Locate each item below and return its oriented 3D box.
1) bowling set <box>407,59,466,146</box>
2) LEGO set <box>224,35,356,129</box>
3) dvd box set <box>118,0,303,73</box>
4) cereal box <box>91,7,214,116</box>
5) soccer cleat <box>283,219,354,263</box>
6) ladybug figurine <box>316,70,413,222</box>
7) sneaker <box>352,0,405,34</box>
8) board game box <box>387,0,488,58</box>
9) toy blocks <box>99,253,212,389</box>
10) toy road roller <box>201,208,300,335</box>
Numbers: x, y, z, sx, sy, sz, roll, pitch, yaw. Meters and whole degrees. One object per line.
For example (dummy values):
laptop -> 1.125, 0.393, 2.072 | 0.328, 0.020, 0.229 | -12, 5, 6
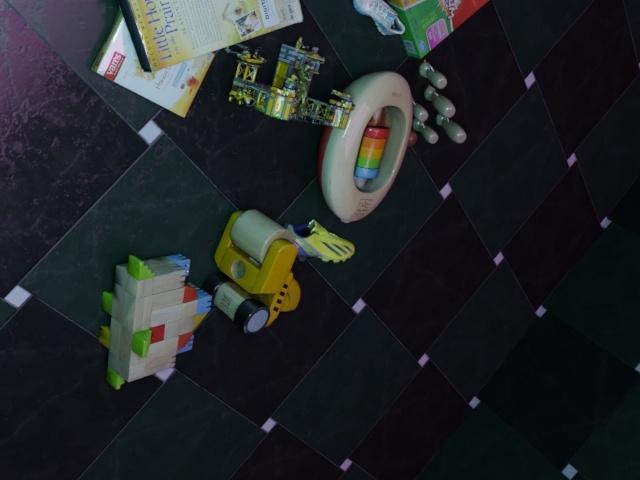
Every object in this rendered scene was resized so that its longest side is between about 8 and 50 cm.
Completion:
bowling set -> 0.304, -0.389, 2.116 | 0.200, 0.154, 0.287 | -29, 131, -1
LEGO set -> -0.061, -0.406, 1.720 | 0.331, 0.255, 0.192 | 2, 111, -43
dvd box set -> -0.252, -0.585, 1.552 | 0.420, 0.062, 0.307 | -29, 117, -28
cereal box -> -0.380, -0.411, 1.593 | 0.240, 0.047, 0.173 | 23, 95, -43
soccer cleat -> 0.000, 0.000, 2.083 | 0.289, 0.093, 0.121 | 3, 103, -40
ladybug figurine -> 0.110, -0.267, 1.969 | 0.305, 0.162, 0.449 | -3, 116, -48
sneaker -> 0.168, -0.627, 1.901 | 0.191, 0.083, 0.071 | 26, 96, -42
board game box -> 0.342, -0.719, 2.004 | 0.316, 0.064, 0.242 | -42, 132, -14
toy blocks -> -0.407, 0.190, 1.818 | 0.261, 0.191, 0.381 | -13, 121, -47
toy road roller -> -0.157, 0.089, 1.937 | 0.241, 0.202, 0.329 | 0, 117, -52
